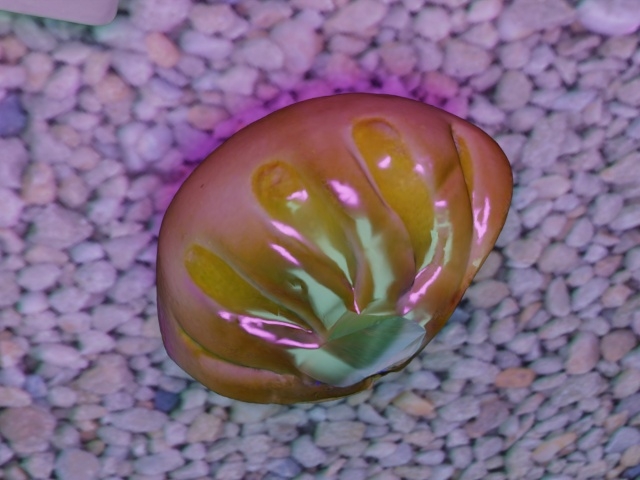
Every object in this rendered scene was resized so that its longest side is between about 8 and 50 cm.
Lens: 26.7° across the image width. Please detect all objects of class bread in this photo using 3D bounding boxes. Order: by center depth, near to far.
[{"bbox_3d":[-0.013,0.004,0.885,0.156,0.158,0.261,30,116,-31],"label":"bread"}]

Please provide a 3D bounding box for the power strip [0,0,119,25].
[{"bbox_3d":[-0.231,-0.186,0.717,0.338,0.058,0.098,6,128,-21],"label":"power strip"}]
